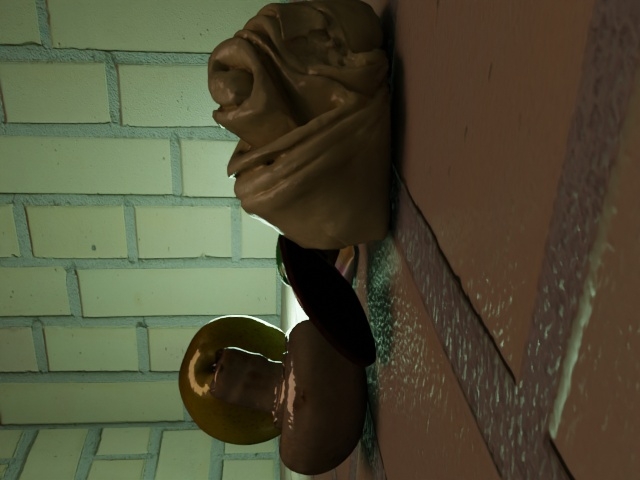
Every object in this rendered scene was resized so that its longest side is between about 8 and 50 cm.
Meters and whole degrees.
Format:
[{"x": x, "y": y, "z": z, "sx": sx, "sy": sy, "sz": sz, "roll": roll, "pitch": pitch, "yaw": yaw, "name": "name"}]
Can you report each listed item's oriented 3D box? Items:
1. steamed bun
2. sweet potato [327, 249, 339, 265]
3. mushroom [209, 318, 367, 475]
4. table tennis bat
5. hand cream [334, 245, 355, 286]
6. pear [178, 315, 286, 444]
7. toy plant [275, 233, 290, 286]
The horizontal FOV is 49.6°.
[{"x": -0.029, "y": -0.135, "z": 0.821, "sx": 0.276, "sy": 0.204, "sz": 0.288, "roll": -166, "pitch": 75, "yaw": -85, "name": "steamed bun"}, {"x": 0.000, "y": 0.000, "z": 1.147, "sx": 0.067, "sy": 0.067, "sz": 0.273, "roll": 140, "pitch": 119, "yaw": -83, "name": "sweet potato"}, {"x": -0.029, "y": 0.205, "z": 0.916, "sx": 0.206, "sy": 0.209, "sz": 0.206, "roll": -15, "pitch": 73, "yaw": 57, "name": "mushroom"}, {"x": 0.000, "y": 0.035, "z": 0.876, "sx": 0.173, "sy": 0.022, "sz": 0.301, "roll": 42, "pitch": -162, "yaw": -35, "name": "table tennis bat"}, {"x": 0.030, "y": 0.072, "z": 1.064, "sx": 0.076, "sy": 0.047, "sz": 0.174, "roll": -97, "pitch": 18, "yaw": -60, "name": "hand cream"}, {"x": -0.213, "y": 0.388, "z": 1.936, "sx": 0.418, "sy": 0.363, "sz": 0.362, "roll": 47, "pitch": -145, "yaw": -57, "name": "pear"}, {"x": -0.071, "y": 0.025, "z": 1.835, "sx": 0.240, "sy": 0.088, "sz": 0.154, "roll": -85, "pitch": -17, "yaw": -66, "name": "toy plant"}]
